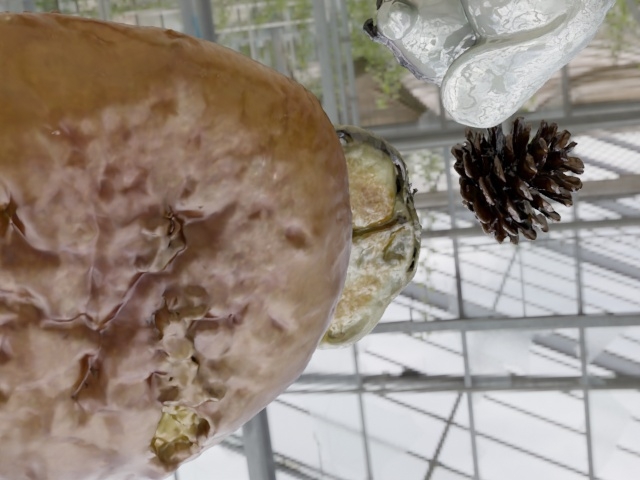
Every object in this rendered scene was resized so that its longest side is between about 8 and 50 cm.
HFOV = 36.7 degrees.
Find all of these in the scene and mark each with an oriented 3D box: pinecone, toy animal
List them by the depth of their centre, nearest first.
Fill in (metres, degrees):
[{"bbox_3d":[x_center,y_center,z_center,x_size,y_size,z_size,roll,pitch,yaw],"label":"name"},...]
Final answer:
[{"bbox_3d":[0.175,-0.271,1.020,0.174,0.249,0.289,-27,169,-38],"label":"toy animal"},{"bbox_3d":[0.298,-0.097,1.438,0.207,0.208,0.208,-7,-168,1],"label":"pinecone"}]

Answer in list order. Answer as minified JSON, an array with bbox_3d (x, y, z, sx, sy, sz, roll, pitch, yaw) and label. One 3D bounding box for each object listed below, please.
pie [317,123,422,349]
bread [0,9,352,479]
[{"bbox_3d":[0.000,0.000,1.288,0.339,0.339,0.077,-12,-147,-24],"label":"pie"},{"bbox_3d":[-0.135,0.005,0.565,0.312,0.312,0.172,-11,-150,-18],"label":"bread"}]
